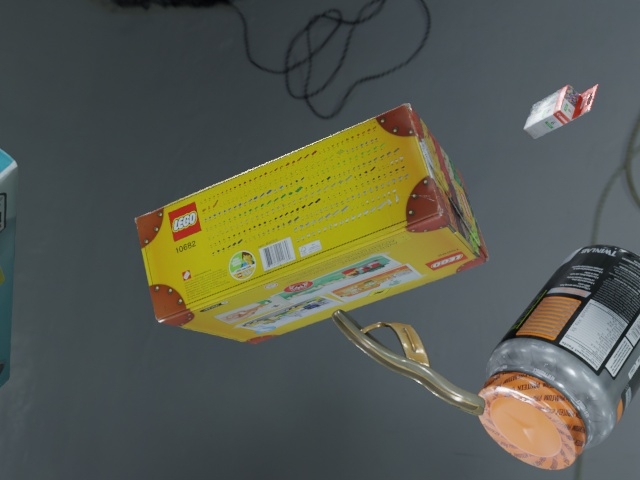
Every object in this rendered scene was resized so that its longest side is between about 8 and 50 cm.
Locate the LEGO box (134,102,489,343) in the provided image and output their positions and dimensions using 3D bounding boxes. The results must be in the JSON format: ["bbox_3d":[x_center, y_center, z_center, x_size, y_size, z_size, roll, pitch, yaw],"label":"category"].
[{"bbox_3d":[0.000,0.000,1.436,0.500,0.372,0.193,-21,71,16],"label":"LEGO box"}]

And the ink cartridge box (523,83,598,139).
[{"bbox_3d":[0.375,-0.208,1.291,0.115,0.029,0.063,-29,28,52],"label":"ink cartridge box"}]

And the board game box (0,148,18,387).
[{"bbox_3d":[-0.299,0.097,0.487,0.254,0.079,0.336,-51,-2,-34],"label":"board game box"}]

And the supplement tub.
[{"bbox_3d":[0.370,0.165,1.195,0.193,0.194,0.316,15,45,40],"label":"supplement tub"}]

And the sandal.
[{"bbox_3d":[0.094,0.116,0.842,0.180,0.072,0.049,30,87,13],"label":"sandal"}]
